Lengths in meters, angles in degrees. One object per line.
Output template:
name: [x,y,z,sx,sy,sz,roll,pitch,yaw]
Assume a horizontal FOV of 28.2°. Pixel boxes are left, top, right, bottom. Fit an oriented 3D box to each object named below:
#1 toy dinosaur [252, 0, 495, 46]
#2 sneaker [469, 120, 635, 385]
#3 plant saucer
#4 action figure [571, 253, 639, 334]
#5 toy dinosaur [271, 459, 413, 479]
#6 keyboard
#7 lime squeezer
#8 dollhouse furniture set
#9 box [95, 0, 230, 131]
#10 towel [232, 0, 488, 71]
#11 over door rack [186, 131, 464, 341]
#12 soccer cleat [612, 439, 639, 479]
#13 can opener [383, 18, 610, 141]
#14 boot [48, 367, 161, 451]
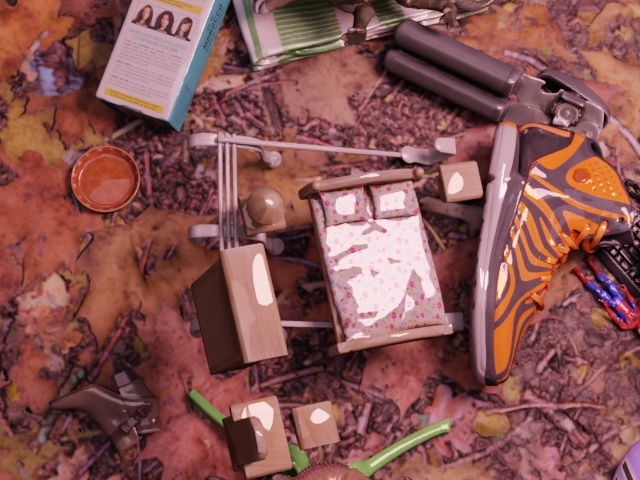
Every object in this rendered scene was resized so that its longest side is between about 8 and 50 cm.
toy dinosaur: [0.076,-0.322,1.527,0.314,0.121,0.160,-12,57,-14]
sneaker: [0.272,0.019,1.488,0.180,0.124,0.321,9,81,6]
plant saucer: [-0.262,-0.074,1.558,0.084,0.013,0.083,1,77,-2]
action figure: [0.354,0.070,1.540,0.038,0.030,0.115,-39,84,-14]
toy dinosaur: [0.052,0.312,1.391,0.295,0.127,0.200,48,67,-19]
keyboard: [0.369,-0.030,1.564,0.108,0.023,0.180,-39,82,-9]
lime squeezer: [-0.006,0.240,1.477,0.310,0.059,0.109,6,78,0]
dollhouse furniture set: [0.060,0.068,1.368,0.356,0.174,0.303,-10,82,-17]
box: [-0.180,-0.265,1.558,0.101,0.060,0.244,20,85,10]
towel: [0.037,-0.365,1.619,0.325,0.038,0.247,-16,78,-5]
over door rack: [0.000,0.000,1.513,0.324,0.108,0.239,1,79,-16]
soccer cleat: [0.355,0.341,1.446,0.083,0.095,0.248,23,78,3]
can opener: [0.221,-0.194,1.581,0.283,0.076,0.095,27,34,8]
boot: [-0.247,0.205,1.487,0.118,0.042,0.087,-22,87,1]
